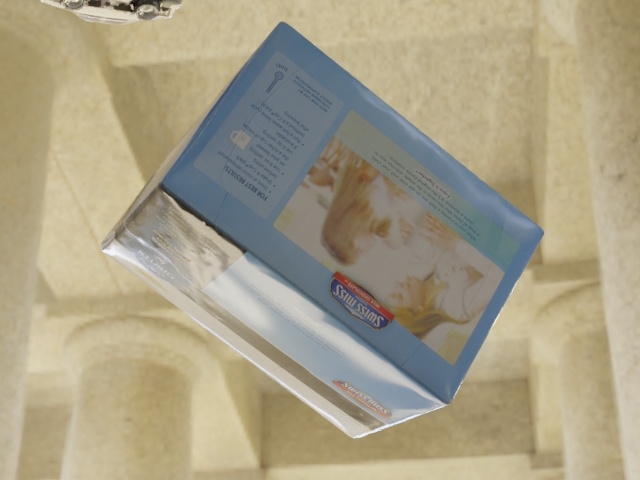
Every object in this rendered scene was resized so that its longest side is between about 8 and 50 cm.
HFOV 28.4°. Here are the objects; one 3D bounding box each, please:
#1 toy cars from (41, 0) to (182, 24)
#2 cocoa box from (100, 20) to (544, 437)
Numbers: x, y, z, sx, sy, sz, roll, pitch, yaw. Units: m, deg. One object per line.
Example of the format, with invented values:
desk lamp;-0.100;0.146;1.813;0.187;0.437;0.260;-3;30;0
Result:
toy cars;-0.211;-0.374;1.708;0.176;0.393;0.087;44;-36;14
cocoa box;0.000;0.000;1.283;0.347;0.231;0.228;38;-27;-9
